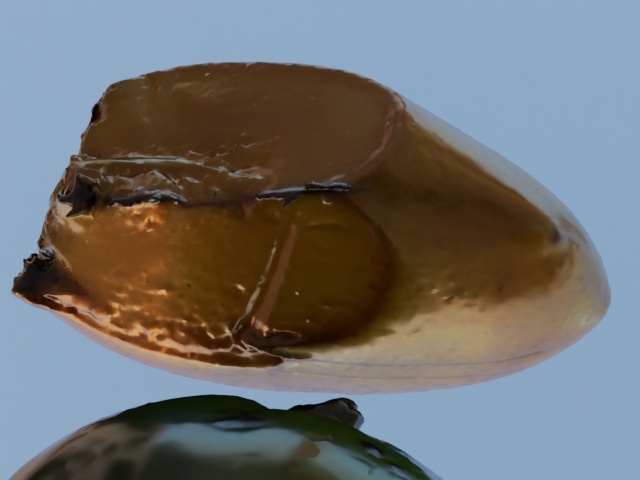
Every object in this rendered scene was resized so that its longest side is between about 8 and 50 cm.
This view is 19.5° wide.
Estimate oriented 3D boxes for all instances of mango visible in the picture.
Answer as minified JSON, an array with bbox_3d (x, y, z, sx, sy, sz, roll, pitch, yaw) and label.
[{"bbox_3d":[0.000,0.000,0.800,0.252,0.154,0.126,9,-133,6],"label":"mango"}]

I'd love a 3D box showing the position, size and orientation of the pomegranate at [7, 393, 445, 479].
[{"bbox_3d":[-0.037,0.204,0.676,0.236,0.236,0.302,15,-86,20],"label":"pomegranate"}]
